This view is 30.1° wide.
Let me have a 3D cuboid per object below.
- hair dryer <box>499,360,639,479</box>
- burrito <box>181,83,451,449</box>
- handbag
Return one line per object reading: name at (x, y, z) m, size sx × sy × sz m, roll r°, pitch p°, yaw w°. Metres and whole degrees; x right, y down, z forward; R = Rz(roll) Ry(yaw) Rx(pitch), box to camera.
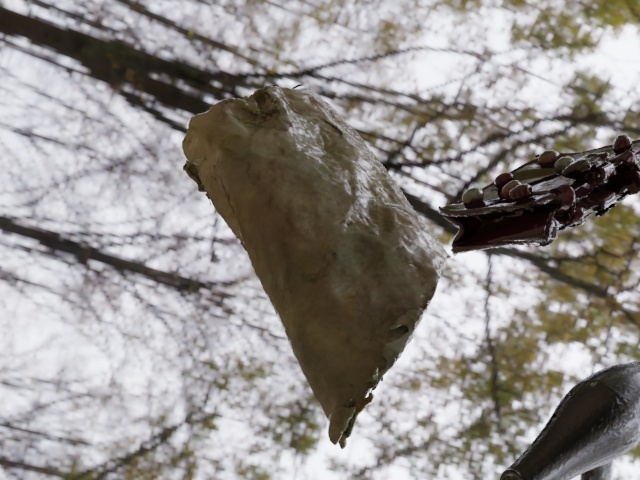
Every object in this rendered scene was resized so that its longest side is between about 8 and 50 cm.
hair dryer at (0.228, 0.227, 1.062) m, size 0.075 × 0.195 × 0.219 m, roll 29°, pitch -45°, yaw 37°
burrito at (0.012, -0.003, 1.011) m, size 0.347 × 0.175 × 0.107 m, roll 60°, pitch -25°, yaw 29°
handbag at (0.264, -0.054, 1.378) m, size 0.216 × 0.203 × 0.074 m, roll -12°, pitch -77°, yaw 63°
